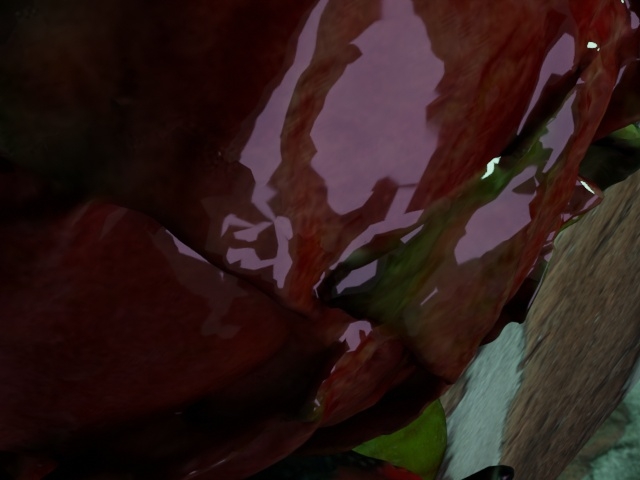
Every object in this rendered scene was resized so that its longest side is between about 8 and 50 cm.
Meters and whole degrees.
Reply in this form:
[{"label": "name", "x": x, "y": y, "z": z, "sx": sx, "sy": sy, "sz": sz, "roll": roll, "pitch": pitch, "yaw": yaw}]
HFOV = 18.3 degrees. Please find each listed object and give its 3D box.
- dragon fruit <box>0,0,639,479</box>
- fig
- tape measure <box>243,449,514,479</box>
[{"label": "dragon fruit", "x": -0.046, "y": -0.057, "z": 0.437, "sx": 0.299, "sy": 0.244, "sz": 0.244, "roll": -21, "pitch": 150, "yaw": -26}, {"label": "fig", "x": 0.011, "y": 0.105, "z": 1.075, "sx": 0.124, "sy": 0.124, "sz": 0.236, "roll": -51, "pitch": 175, "yaw": -3}, {"label": "tape measure", "x": -0.113, "y": 0.109, "z": 0.574, "sx": 0.260, "sy": 0.253, "sz": 0.114, "roll": -54, "pitch": 169, "yaw": -10}]
